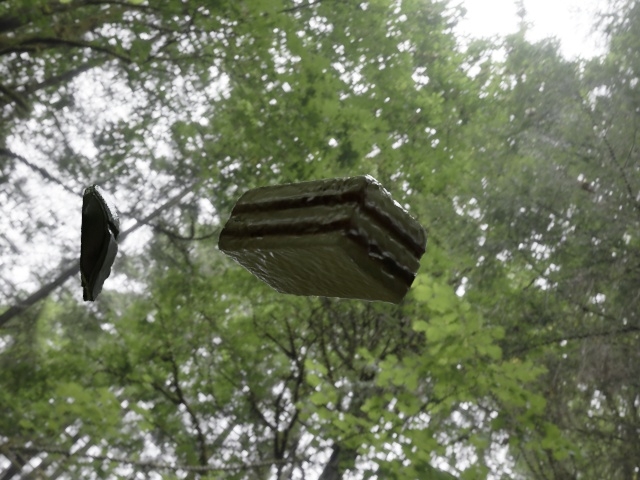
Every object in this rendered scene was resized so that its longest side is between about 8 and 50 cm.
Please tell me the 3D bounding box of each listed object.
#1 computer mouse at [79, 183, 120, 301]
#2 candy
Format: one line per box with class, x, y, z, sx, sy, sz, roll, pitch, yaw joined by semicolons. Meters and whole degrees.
computer mouse;-0.358;0.004;1.272;0.106;0.062;0.192;168;-78;-76
candy;0.000;0.000;1.231;0.179;0.135;0.320;39;-24;-33
